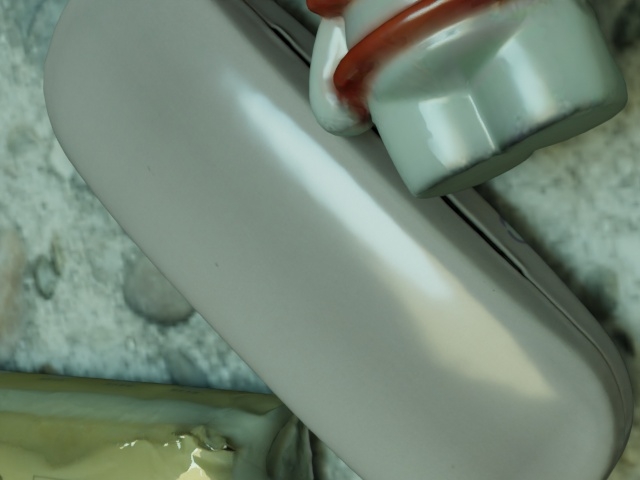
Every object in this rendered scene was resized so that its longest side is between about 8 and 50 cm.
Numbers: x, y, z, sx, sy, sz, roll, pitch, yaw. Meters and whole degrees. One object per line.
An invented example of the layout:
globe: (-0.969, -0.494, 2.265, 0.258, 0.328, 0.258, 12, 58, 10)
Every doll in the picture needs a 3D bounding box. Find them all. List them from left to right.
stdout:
doll: (0.015, -0.163, 0.497, 0.161, 0.130, 0.290, -27, 81, 35)

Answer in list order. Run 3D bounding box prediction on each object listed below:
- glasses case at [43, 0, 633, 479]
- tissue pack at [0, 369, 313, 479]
glasses case: (0.000, 0.000, 0.570, 0.297, 0.075, 0.113, 45, 124, 10)
tissue pack: (-0.108, 0.159, 0.659, 0.222, 0.090, 0.186, 0, 100, 27)
